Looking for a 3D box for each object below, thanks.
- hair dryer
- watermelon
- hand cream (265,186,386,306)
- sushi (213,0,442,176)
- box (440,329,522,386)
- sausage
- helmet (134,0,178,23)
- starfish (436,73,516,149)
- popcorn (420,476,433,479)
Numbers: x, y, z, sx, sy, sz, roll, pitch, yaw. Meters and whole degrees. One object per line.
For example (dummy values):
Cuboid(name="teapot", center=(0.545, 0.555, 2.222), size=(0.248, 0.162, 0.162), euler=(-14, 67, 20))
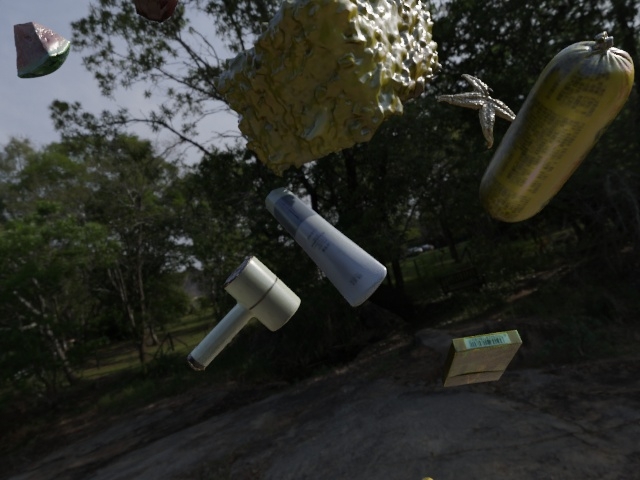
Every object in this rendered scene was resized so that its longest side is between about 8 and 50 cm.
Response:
Cuboid(name="hair dryer", center=(-0.248, 0.238, 1.159), size=(0.362, 0.203, 0.128), euler=(-47, 12, -10))
Cuboid(name="watermelon", center=(-0.440, -0.287, 0.624), size=(0.084, 0.072, 0.092), euler=(-21, 34, 55))
Cuboid(name="hand cream", center=(0.000, 0.000, 0.684), size=(0.079, 0.255, 0.048), euler=(-49, -24, 6))
Cuboid(name="sushi", center=(0.011, -0.314, 0.746), size=(0.351, 0.240, 0.396), euler=(-14, 29, 44))
Cuboid(name="box", center=(0.314, 0.242, 0.815), size=(0.121, 0.030, 0.193), euler=(-8, -40, 2))
Cuboid(name="sausage", center=(0.362, -0.155, 0.659), size=(0.123, 0.123, 0.347), euler=(-14, -36, -20))
Cuboid(name="helmet", center=(-0.356, -0.540, 0.905), size=(0.123, 0.070, 0.098), euler=(-60, 11, -20))
Cuboid(name="starfish", center=(0.466, -0.366, 1.156), size=(0.138, 0.247, 0.050), euler=(-50, 2, -12))
Cuboid(name="popcorn", center=(0.176, 0.467, 0.635), size=(0.140, 0.194, 0.163), euler=(4, 24, 41))
